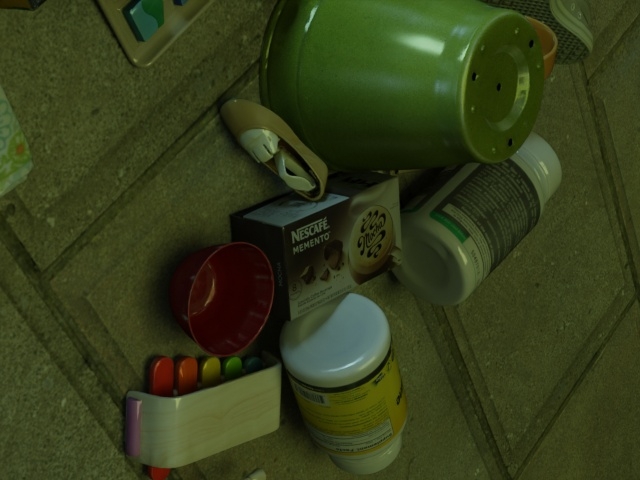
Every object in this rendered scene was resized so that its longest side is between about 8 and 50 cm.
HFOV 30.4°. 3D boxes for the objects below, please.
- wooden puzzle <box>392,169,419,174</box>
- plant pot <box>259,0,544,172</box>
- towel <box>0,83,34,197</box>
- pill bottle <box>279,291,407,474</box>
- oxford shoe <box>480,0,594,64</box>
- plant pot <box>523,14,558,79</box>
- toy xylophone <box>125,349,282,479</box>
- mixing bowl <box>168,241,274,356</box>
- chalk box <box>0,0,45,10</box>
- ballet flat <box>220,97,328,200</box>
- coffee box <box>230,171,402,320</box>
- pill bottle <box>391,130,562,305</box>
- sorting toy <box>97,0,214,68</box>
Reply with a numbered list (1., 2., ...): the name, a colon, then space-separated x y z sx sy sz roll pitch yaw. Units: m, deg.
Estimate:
1. wooden puzzle: 0.166 -0.162 2.209 0.116 0.014 0.078 -2 107 -49
2. plant pot: 0.153 -0.263 1.900 0.366 0.353 0.366 -18 114 -45
3. towel: -0.525 -0.146 1.362 0.320 0.090 0.374 -45 131 -35
4. pill bottle: 0.051 0.260 2.047 0.188 0.188 0.334 -49 145 -28
5. oxford shoe: 0.404 -0.493 2.284 0.449 0.169 0.130 30 61 -49
6. plant pot: 0.335 -0.304 2.235 0.205 0.205 0.188 -36 141 -37
7. toy xylophone: -0.174 0.298 1.898 0.322 0.081 0.236 -1 101 -49
8. mixing bowl: -0.169 0.082 1.827 0.181 0.098 0.181 -16 112 -46
9. chalk box: -0.337 -0.433 1.421 0.289 0.179 0.180 -49 132 -30
10. ballet flat: -0.067 -0.141 1.863 0.232 0.080 0.073 35 39 -36
11. coffee box: 0.000 0.000 1.981 0.297 0.119 0.168 -24 118 -44
12. pill bottle: 0.297 -0.056 2.243 0.361 0.204 0.204 -42 130 -33
13. sorting toy: -0.238 -0.378 1.658 0.193 0.038 0.208 -51 134 -26
